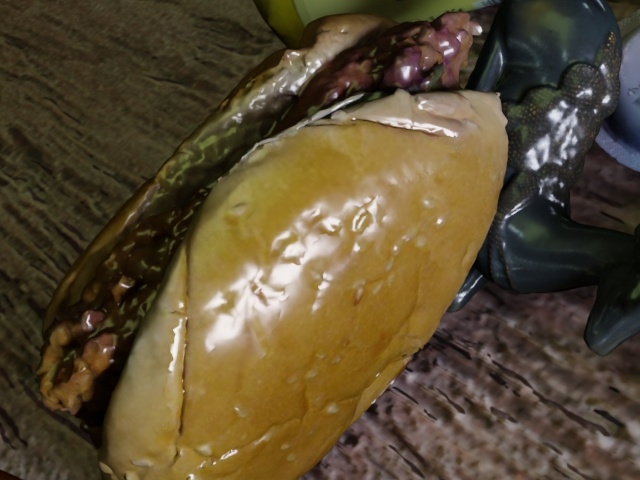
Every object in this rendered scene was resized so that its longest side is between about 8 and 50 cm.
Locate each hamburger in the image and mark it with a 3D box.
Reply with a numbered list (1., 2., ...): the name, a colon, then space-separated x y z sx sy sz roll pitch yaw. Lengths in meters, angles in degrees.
1. hamburger: -0.035 0.018 0.711 0.245 0.282 0.155 -18 47 -43

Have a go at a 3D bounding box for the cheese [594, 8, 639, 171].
1. cheese: 0.237 -0.069 0.754 0.135 0.052 0.245 -38 44 -6

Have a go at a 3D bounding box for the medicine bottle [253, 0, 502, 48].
1. medicine bottle: 0.063 -0.208 0.940 0.238 0.124 0.124 -11 44 17

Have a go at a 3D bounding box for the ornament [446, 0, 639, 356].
1. ornament: 0.173 -0.032 0.693 0.236 0.080 0.202 19 86 46

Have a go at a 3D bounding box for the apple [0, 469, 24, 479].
1. apple: -0.214 0.229 0.478 0.295 0.365 0.329 -19 53 12
